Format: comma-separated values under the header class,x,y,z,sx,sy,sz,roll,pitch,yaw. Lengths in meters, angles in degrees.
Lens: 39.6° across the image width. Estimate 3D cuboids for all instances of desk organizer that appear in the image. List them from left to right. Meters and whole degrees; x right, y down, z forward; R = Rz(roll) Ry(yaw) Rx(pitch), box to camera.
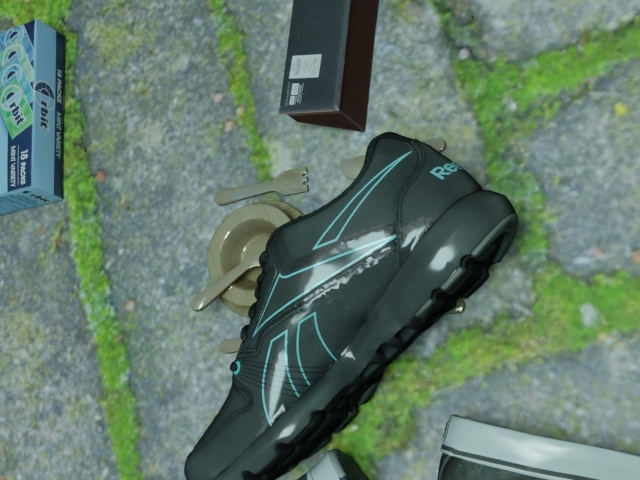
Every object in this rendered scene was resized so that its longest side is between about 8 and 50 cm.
class,x,y,z,sx,sy,sz,roll,pitch,yaw
desk organizer,0.009,-0.145,0.640,0.047,0.050,0.130,1,77,27

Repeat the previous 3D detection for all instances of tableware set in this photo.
class,x,y,z,sx,sy,sz,roll,pitch,yaw
tableware set,0.000,0.000,0.612,0.194,0.039,0.128,-12,72,24

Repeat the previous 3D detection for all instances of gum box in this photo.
class,x,y,z,sx,sy,sz,roll,pitch,yaw
gum box,-0.313,-0.096,0.792,0.184,0.041,0.157,-11,72,23

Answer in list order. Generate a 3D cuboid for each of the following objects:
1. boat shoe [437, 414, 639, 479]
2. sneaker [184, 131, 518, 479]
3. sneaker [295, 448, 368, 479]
class,x,y,z,sx,sy,sz,roll,pitch,yaw
boat shoe,0.164,0.149,0.475,0.219,0.078,0.070,6,78,36
sneaker,0.001,0.052,0.555,0.106,0.101,0.267,45,99,19
sneaker,0.005,0.258,0.506,0.163,0.086,0.226,-37,53,1
